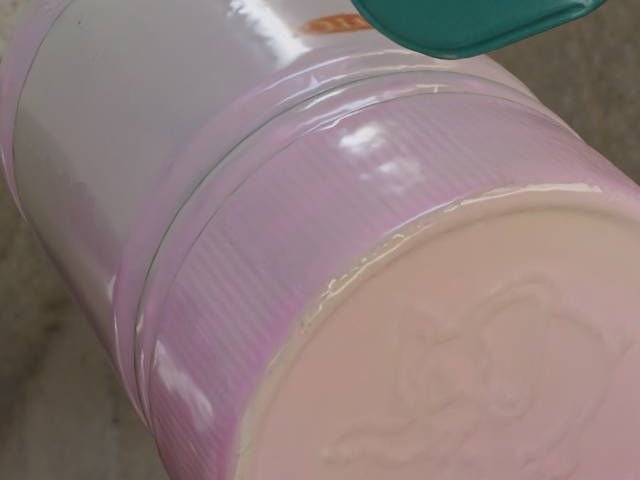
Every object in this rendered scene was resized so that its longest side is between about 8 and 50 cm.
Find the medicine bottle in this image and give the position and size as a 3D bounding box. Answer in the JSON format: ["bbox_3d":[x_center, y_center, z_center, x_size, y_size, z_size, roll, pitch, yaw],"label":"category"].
[{"bbox_3d":[0.000,0.000,0.750,0.316,0.202,0.202,50,131,54],"label":"medicine bottle"}]

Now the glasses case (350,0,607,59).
[{"bbox_3d":[0.094,-0.154,0.523,0.070,0.301,0.117,-17,103,43],"label":"glasses case"}]
